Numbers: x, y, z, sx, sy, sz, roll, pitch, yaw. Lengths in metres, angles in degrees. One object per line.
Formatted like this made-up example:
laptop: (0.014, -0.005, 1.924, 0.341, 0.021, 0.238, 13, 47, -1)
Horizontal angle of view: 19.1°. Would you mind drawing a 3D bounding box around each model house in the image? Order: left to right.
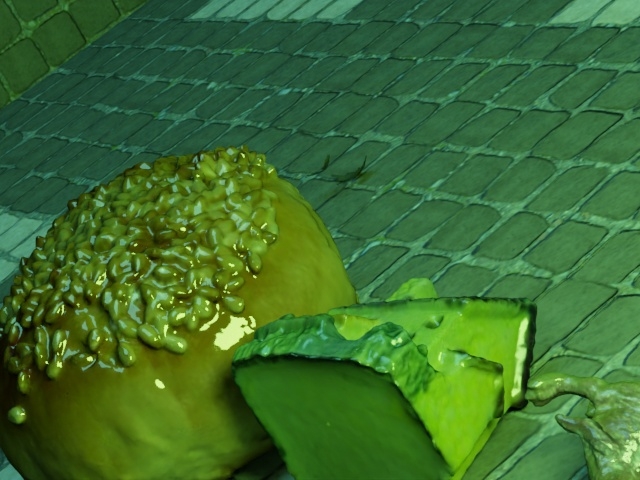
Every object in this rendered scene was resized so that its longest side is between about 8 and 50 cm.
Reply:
model house: (0.070, 0.094, 1.614, 0.194, 0.170, 0.211, -9, 30, 47)

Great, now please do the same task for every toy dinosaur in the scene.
toy dinosaur: (0.267, 0.139, 1.432, 0.251, 0.072, 0.200, -27, 29, -24)

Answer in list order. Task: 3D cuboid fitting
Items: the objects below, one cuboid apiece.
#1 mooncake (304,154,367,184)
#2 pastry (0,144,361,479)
mooncake: (-0.006, -0.011, 2.082, 0.150, 0.057, 0.347, -11, 29, 35)
pastry: (-0.155, 0.073, 1.821, 0.409, 0.245, 0.409, -29, 26, 15)
